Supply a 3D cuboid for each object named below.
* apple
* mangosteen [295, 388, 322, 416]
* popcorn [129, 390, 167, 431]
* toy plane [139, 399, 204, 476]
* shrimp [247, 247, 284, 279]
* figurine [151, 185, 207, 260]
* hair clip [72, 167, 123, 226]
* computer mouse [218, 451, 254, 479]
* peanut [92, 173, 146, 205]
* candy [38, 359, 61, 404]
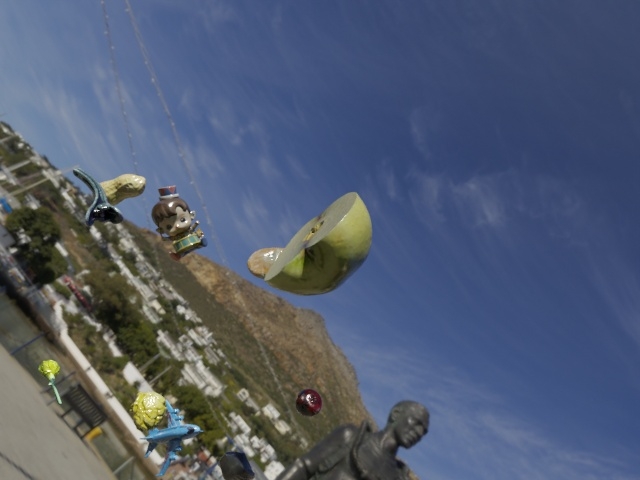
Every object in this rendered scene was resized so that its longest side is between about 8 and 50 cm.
[{"bbox_3d":[0.000,0.000,1.448,0.320,0.360,0.311,7,-65,10],"label":"apple"},{"bbox_3d":[-0.037,0.474,1.353,0.081,0.081,0.081,36,-33,28],"label":"mangosteen"},{"bbox_3d":[-0.516,0.505,1.383,0.116,0.120,0.106,-32,-66,26],"label":"popcorn"},{"bbox_3d":[-0.525,0.691,1.651,0.271,0.254,0.105,-17,-29,21],"label":"toy plane"},{"bbox_3d":[-0.133,0.080,1.846,0.077,0.317,0.168,90,-7,-46],"label":"shrimp"},{"bbox_3d":[-0.538,-0.070,1.728,0.275,0.161,0.158,59,-15,2],"label":"figurine"},{"bbox_3d":[-0.575,-0.116,1.178,0.275,0.083,0.048,44,-44,43],"label":"hair clip"},{"bbox_3d":[-0.280,0.779,1.563,0.172,0.099,0.057,65,-2,-28],"label":"computer mouse"},{"bbox_3d":[-0.721,-0.181,1.665,0.214,0.098,0.090,-18,-60,13],"label":"peanut"},{"bbox_3d":[-0.843,0.449,1.468,0.194,0.058,0.062,38,4,42],"label":"candy"}]
